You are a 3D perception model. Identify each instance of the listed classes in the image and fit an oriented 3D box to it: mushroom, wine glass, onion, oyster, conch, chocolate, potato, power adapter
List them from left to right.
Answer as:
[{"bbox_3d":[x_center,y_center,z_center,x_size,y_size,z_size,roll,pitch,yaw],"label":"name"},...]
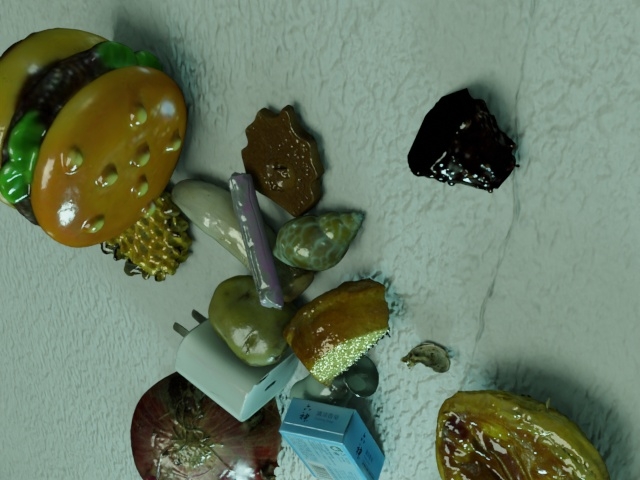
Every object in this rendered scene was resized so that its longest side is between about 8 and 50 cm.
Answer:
[{"bbox_3d":[-0.247,0.442,2.038,0.353,0.353,0.354,23,132,29],"label":"onion"},{"bbox_3d":[-0.197,0.235,1.927,0.255,0.187,0.124,33,129,20],"label":"power adapter"},{"bbox_3d":[-0.158,-0.008,1.798,0.351,0.095,0.123,41,154,16],"label":"mushroom"},{"bbox_3d":[-0.128,0.155,1.836,0.200,0.154,0.137,38,135,23],"label":"potato"},{"bbox_3d":[-0.015,-0.001,1.655,0.173,0.116,0.106,13,109,52],"label":"conch"},{"bbox_3d":[0.022,0.294,1.842,0.093,0.093,0.202,54,138,-2],"label":"wine glass"},{"bbox_3d":[0.194,0.223,1.657,0.038,0.080,0.083,60,179,-43],"label":"oyster"},{"bbox_3d":[0.222,-0.127,1.356,0.133,0.156,0.156,31,143,-18],"label":"chocolate"}]

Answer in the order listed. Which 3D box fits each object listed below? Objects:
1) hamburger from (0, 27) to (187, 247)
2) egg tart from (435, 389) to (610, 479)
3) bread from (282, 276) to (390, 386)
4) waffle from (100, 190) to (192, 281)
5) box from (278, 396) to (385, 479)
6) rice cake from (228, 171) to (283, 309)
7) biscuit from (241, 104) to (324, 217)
[{"bbox_3d":[-0.423,-0.187,1.717,0.277,0.395,0.396,32,135,20],"label":"hamburger"},{"bbox_3d":[0.358,0.377,1.547,0.351,0.153,0.340,25,132,28],"label":"egg tart"},{"bbox_3d":[0.012,0.169,1.687,0.260,0.134,0.129,-50,52,42],"label":"bread"},{"bbox_3d":[-0.406,-0.046,2.018,0.329,0.062,0.329,24,133,28],"label":"waffle"},{"bbox_3d":[0.028,0.413,1.853,0.142,0.083,0.232,7,145,28],"label":"box"},{"bbox_3d":[-0.119,0.001,1.698,0.049,0.055,0.270,-15,89,11],"label":"rice cake"},{"bbox_3d":[-0.064,-0.152,1.649,0.182,0.034,0.215,34,137,22],"label":"biscuit"}]
